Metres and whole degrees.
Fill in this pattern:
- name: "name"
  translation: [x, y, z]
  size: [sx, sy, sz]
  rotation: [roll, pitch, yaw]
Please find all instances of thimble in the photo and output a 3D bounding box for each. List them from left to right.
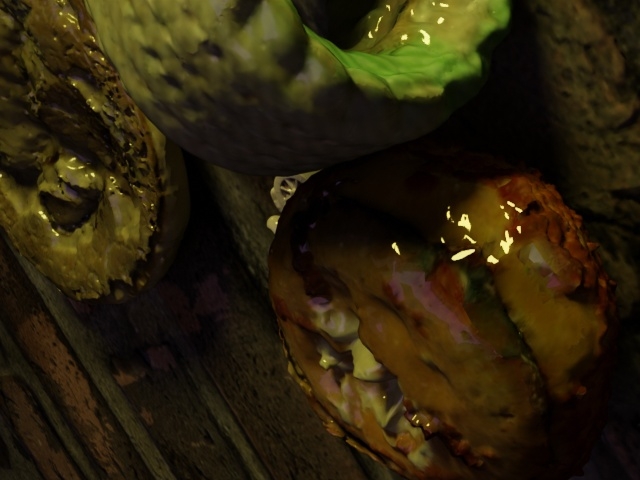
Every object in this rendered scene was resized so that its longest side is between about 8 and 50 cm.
- name: "thimble"
  translation: [-0.017, -0.144, 0.524]
  size: [0.150, 0.219, 0.219]
  rotation: [-12, 109, 51]

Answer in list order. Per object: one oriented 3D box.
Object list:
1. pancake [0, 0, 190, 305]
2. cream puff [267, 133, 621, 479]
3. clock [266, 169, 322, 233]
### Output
- name: "pancake"
  translation: [-0.249, -0.114, 0.895]
  size: [0.387, 0.082, 0.387]
  rotation: [30, 140, 29]
- name: "cream puff"
  translation: [0.079, 0.043, 0.613]
  size: [0.240, 0.164, 0.240]
  rotation: [41, 152, 28]
- name: "clock"
  translation: [0.000, 0.000, 0.756]
  size: [0.087, 0.041, 0.129]
  rotation: [-13, 113, 46]
